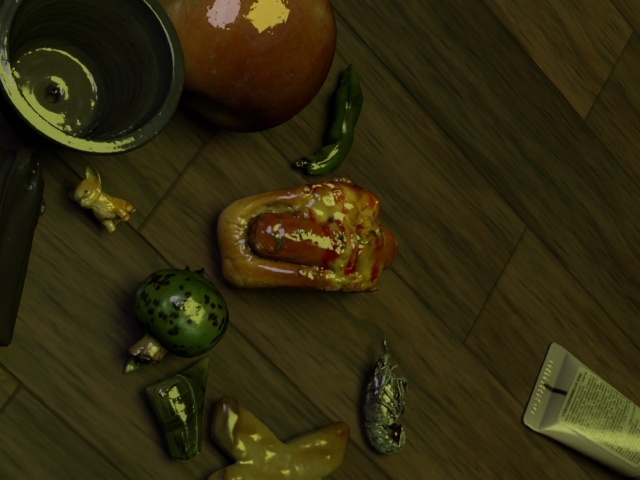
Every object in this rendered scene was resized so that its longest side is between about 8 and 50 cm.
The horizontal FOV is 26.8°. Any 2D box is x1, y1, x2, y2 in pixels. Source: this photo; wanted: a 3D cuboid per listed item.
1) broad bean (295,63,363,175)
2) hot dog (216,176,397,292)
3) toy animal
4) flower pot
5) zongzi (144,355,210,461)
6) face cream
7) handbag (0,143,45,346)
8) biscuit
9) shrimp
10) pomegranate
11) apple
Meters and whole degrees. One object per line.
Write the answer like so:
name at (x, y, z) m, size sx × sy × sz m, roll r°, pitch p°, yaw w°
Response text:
broad bean at (0.027, -0.163, 1.906) m, size 0.061 × 0.046 × 0.195 m, roll 42°, pitch 58°, yaw -25°
hot dog at (0.000, 0.000, 1.773) m, size 0.257 × 0.153 × 0.150 m, roll 3°, pitch 77°, yaw -37°
toy animal at (-0.269, -0.053, 1.646) m, size 0.083 × 0.060 × 0.081 m, roll 46°, pitch 31°, yaw -15°
flower pot at (-0.298, -0.195, 1.596) m, size 0.235 × 0.148 × 0.235 m, roll 9°, pitch 72°, yaw -29°
zongzi at (-0.158, 0.210, 1.672) m, size 0.113 × 0.052 × 0.104 m, roll -28°, pitch 104°, yaw -51°
face cream at (0.444, 0.290, 2.088) m, size 0.274 × 0.096 × 0.154 m, roll 34°, pitch 62°, yaw -11°
handbag at (-0.405, -0.046, 1.459) m, size 0.285 × 0.114 × 0.257 m, roll 54°, pitch 40°, yaw -45°
biscuit at (-0.055, 0.295, 1.722) m, size 0.208 × 0.047 × 0.164 m, roll 19°, pitch 68°, yaw -32°
shrimp at (0.092, 0.212, 1.852) m, size 0.065 × 0.056 × 0.165 m, roll 10°, pitch 82°, yaw -19°
pomegranate at (-0.183, 0.103, 1.639) m, size 0.122 × 0.122 × 0.161 m, roll 44°, pitch 79°, yaw -20°
apple at (-0.108, -0.254, 1.715) m, size 0.254 × 0.254 × 0.253 m, roll 10°, pitch 72°, yaw -35°
